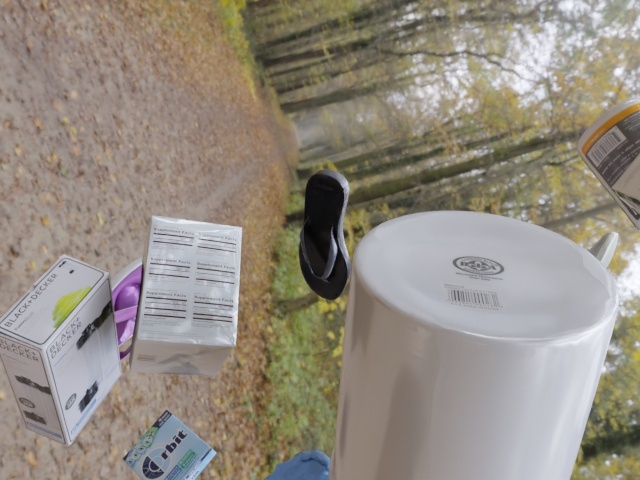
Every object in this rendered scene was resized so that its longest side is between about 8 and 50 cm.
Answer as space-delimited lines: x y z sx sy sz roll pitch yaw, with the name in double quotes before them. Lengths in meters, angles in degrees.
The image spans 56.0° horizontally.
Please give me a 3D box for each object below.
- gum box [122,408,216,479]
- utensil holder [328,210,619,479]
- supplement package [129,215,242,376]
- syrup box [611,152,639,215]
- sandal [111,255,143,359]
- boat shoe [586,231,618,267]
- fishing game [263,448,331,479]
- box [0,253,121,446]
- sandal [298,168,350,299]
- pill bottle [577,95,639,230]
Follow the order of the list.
"gum box" -0.372 0.530 1.481 0.184 0.157 0.041 24 -27 36
"utensil holder" 0.181 0.194 0.789 0.328 0.327 0.386 -103 -166 -62
"supplement package" -0.223 0.098 0.989 0.194 0.149 0.203 127 -33 -58
"syrup box" 0.333 -0.016 0.420 0.093 0.096 0.237 34 10 -21
"sandal" -0.455 0.207 1.322 0.102 0.416 0.169 36 -12 31
"boat shoe" 0.669 0.060 1.523 0.081 0.227 0.079 28 -17 38
"fishing game" -0.048 0.524 1.273 0.041 0.264 0.189 64 -5 -21
"box" -0.416 0.186 0.981 0.169 0.087 0.290 -61 168 -46
"sandal" -0.001 -0.001 1.056 0.054 0.097 0.255 -50 145 -51
"pill bottle" 0.608 -0.111 1.083 0.162 0.162 0.279 71 -7 -64
